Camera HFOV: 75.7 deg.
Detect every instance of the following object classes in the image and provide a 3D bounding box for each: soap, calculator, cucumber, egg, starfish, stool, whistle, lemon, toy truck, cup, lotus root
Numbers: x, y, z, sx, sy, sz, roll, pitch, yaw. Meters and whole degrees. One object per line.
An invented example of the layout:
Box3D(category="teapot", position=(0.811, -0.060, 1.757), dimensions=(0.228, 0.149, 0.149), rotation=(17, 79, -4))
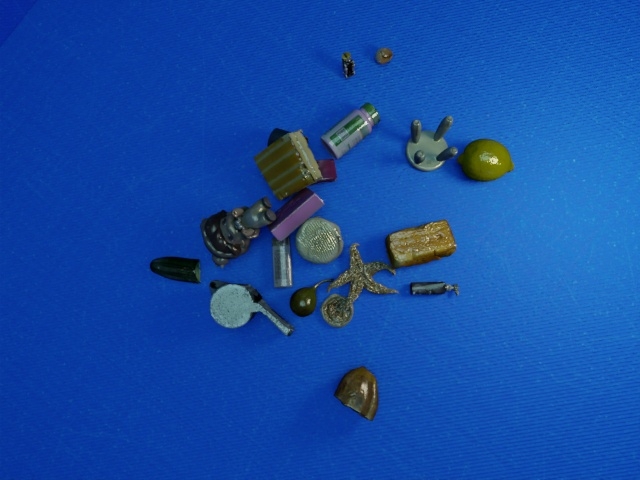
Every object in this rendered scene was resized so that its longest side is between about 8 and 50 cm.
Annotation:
Box3D(category="soap", position=(-0.119, -0.121, 1.823), dimensions=(0.259, 0.181, 0.081), rotation=(-41, 113, -1))
Box3D(category="calculator", position=(-0.023, -0.314, 1.899), dimensions=(0.190, 0.034, 0.127), rotation=(-10, 63, 4))
Box3D(category="cucumber", position=(-0.674, 0.130, 1.893), dimensions=(0.243, 0.063, 0.115), rotation=(5, 83, 6))
Box3D(category="egg", position=(0.301, -0.876, 1.948), dimensions=(0.083, 0.071, 0.072), rotation=(-11, 82, -16))
Box3D(category="starfish", position=(0.178, 0.178, 1.831), dimensions=(0.302, 0.060, 0.299), rotation=(-38, 88, -7))
Box3D(category="stool", position=(0.483, -0.422, 1.817), dimensions=(0.195, 0.199, 0.196), rotation=(-6, 84, 5))
Box3D(category="whistle", position=(-0.299, 0.292, 1.796), dimensions=(0.404, 0.168, 0.189), rotation=(10, 85, 0))
Box3D(category="lemon", position=(0.727, -0.349, 1.801), dimensions=(0.248, 0.184, 0.184), rotation=(9, 84, 6))
Box3D(category="toy truck", position=(0.128, -0.821, 1.926), dimensions=(0.052, 0.123, 0.063), rotation=(-25, 76, 0))
Box3D(category="cup", position=(-0.160, -0.422, 1.903), dimensions=(0.155, 0.131, 0.177), rotation=(25, 104, 11))
Box3D(category="lotus root", position=(0.173, 0.632, 1.721), dimensions=(0.199, 0.188, 0.180), rotation=(34, 72, 9))

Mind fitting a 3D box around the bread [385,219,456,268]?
Box3D(category="bread", position=(0.435, 0.021, 1.797), dimensions=(0.294, 0.132, 0.167), rotation=(-15, 82, 3))

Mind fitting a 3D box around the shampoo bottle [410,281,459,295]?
Box3D(category="shampoo bottle", position=(0.501, 0.212, 1.806), dimensions=(0.207, 0.057, 0.064), rotation=(-1, 83, 4))

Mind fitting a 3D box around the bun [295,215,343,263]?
Box3D(category="bun", position=(0.000, 0.000, 1.826), dimensions=(0.220, 0.134, 0.221), rotation=(3, 106, 11))

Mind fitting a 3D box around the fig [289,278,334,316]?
Box3D(category="fig", position=(-0.035, 0.235, 1.821), dimensions=(0.124, 0.124, 0.236), rotation=(45, 73, 8))

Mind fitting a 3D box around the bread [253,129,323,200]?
Box3D(category="bread", position=(-0.134, -0.322, 1.797), dimensions=(0.246, 0.111, 0.239), rotation=(-25, 97, 38))

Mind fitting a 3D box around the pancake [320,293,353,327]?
Box3D(category="pancake", position=(0.073, 0.315, 1.838), dimensions=(0.151, 0.025, 0.152), rotation=(0, 84, 3))

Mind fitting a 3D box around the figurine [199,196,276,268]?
Box3D(category="figurine", position=(-0.361, -0.055, 1.796), dimensions=(0.380, 0.203, 0.249), rotation=(-29, 83, 25))

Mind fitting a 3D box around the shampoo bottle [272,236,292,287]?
Box3D(category="shampoo bottle", position=(-0.174, 0.099, 1.865), dimensions=(0.086, 0.056, 0.228), rotation=(-5, 83, 5))

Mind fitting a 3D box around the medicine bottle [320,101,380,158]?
Box3D(category="medicine bottle", position=(0.140, -0.505, 1.881), dimensions=(0.274, 0.133, 0.133), rotation=(-40, 82, -1))
